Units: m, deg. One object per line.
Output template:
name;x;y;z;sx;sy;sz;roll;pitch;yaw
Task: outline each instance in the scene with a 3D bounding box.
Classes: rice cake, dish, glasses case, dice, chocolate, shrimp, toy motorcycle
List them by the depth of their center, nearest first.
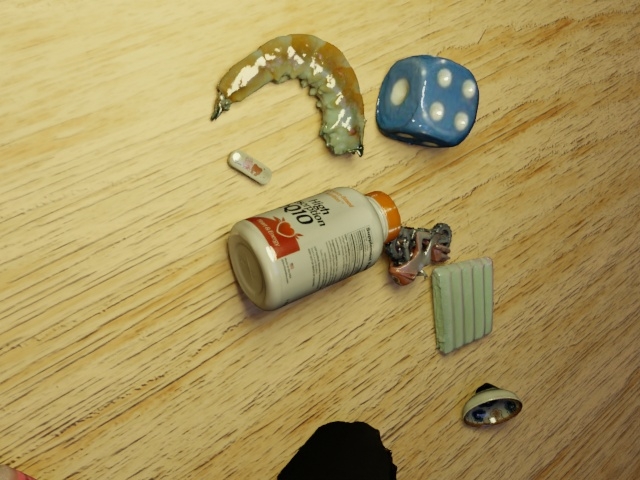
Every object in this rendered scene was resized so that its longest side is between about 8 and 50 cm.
glasses case;-0.118;-0.124;0.986;0.083;0.021;0.032;31;83;-32
shrimp;-0.030;-0.258;0.993;0.287;0.068;0.185;10;91;-32
dice;0.199;-0.255;1.094;0.146;0.143;0.147;13;91;-34
chocolate;0.063;0.486;1.111;0.224;0.206;0.177;-45;129;-24
toy motorcycle;0.199;0.026;1.183;0.212;0.084;0.118;-6;100;-44
rice cake;0.319;0.139;1.292;0.189;0.037;0.198;-12;109;-32
dish;0.393;0.372;1.373;0.141;0.078;0.141;-6;137;-6

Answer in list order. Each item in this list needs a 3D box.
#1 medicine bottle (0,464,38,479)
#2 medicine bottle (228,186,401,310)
medicine bottle;-0.400;0.432;0.831;0.247;0.147;0.147;46;73;-30
medicine bottle;0.000;0.000;1.003;0.288;0.157;0.157;-22;109;-28
